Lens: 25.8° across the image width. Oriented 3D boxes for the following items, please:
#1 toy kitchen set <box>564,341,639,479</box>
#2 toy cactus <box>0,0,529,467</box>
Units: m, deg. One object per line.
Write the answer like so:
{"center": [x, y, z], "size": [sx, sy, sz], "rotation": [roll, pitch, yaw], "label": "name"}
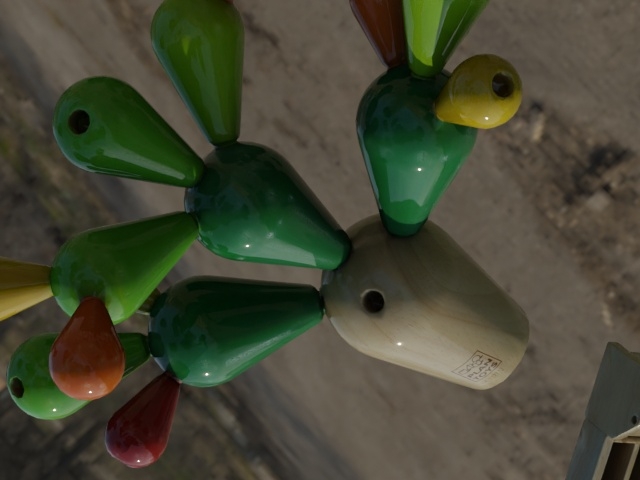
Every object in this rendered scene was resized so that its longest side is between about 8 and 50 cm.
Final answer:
{"center": [0.146, 0.088, 0.514], "size": [0.068, 0.075, 0.083], "rotation": [7, -162, -24], "label": "toy kitchen set"}
{"center": [0.000, 0.000, 0.436], "size": [0.180, 0.219, 0.112], "rotation": [30, -164, -31], "label": "toy cactus"}
